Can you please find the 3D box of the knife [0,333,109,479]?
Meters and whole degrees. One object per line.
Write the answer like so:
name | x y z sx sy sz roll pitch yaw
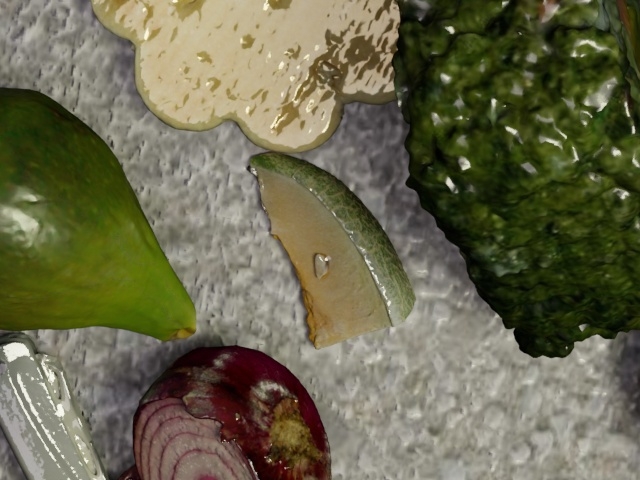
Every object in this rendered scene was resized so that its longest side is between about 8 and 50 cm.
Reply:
knife | -0.230 0.205 1.365 0.073 0.040 0.265 -24 100 -5

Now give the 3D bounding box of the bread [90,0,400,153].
bread | -0.042 -0.228 1.271 0.316 0.054 0.316 0 100 0

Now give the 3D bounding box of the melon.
melon | 0.008 0.000 1.328 0.098 0.054 0.182 -17 101 19

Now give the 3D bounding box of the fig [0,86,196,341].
fig | -0.212 -0.001 1.266 0.275 0.206 0.206 29 100 -20

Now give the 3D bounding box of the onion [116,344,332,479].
onion | -0.092 0.193 1.323 0.218 0.140 0.195 -25 102 42

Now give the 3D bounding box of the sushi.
sushi | 0.185 -0.100 1.165 0.178 0.294 0.352 -12 142 21
